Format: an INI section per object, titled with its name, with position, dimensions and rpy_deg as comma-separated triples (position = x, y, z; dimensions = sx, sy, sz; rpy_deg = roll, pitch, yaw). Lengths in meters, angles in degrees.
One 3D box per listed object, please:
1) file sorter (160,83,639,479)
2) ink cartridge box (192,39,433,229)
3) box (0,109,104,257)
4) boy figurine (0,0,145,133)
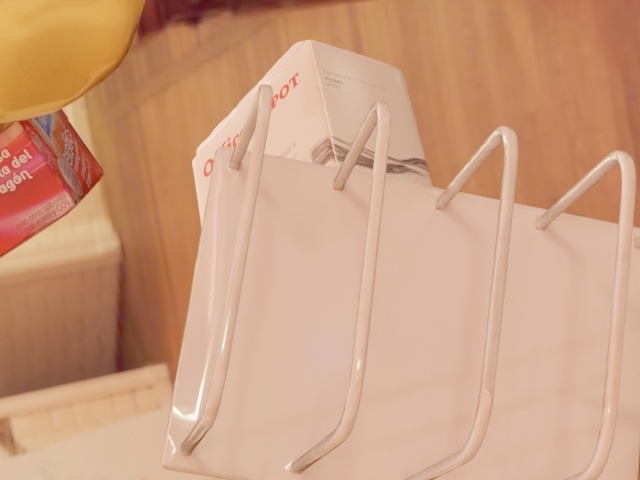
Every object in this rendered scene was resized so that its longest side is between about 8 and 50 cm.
[file sorter]
position = 0.071, 0.041, 0.775
dimensions = 0.173, 0.277, 0.193
rpy_deg = 121, 158, -71
[ink cartridge box]
position = 0.000, 0.000, 1.244
dimensions = 0.207, 0.117, 0.283
rpy_deg = -42, 48, 41
[box]
position = -0.300, -0.018, 1.032
dimensions = 0.123, 0.257, 0.128
rpy_deg = 56, -172, -10
[boy figurine]
position = -0.175, -0.050, 0.564
dimensions = 0.092, 0.177, 0.285
rpy_deg = 49, 138, -13
